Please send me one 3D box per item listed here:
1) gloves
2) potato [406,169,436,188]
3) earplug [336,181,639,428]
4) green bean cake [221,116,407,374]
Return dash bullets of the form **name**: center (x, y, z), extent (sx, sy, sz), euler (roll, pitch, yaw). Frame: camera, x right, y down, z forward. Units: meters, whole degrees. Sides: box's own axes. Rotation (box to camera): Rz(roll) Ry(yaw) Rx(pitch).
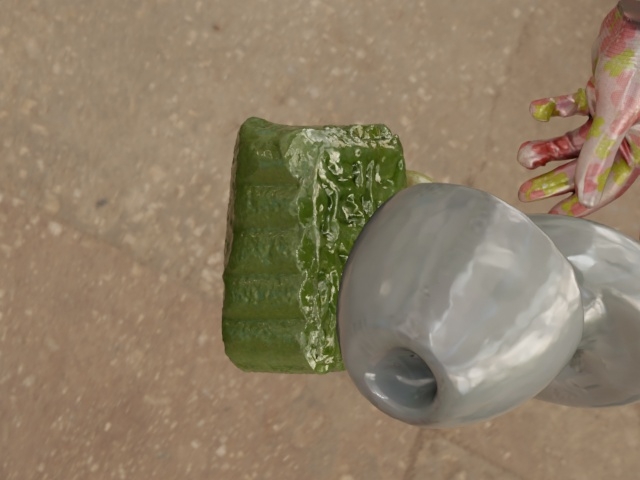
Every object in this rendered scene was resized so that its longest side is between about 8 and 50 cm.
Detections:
- **gloves**: center (0.299, -0.121, 1.200), extent (0.126, 0.241, 0.145), euler (-2, 32, -25)
- **potato**: center (0.124, 0.023, 1.511), extent (0.169, 0.143, 0.248), euler (-21, 77, 0)
- **earplug**: center (0.150, 0.066, 0.892), extent (0.325, 0.214, 0.175), euler (15, 66, -41)
- **green bean cake**: center (0.000, 0.000, 1.120), extent (0.222, 0.125, 0.248), euler (-10, 95, -58)
